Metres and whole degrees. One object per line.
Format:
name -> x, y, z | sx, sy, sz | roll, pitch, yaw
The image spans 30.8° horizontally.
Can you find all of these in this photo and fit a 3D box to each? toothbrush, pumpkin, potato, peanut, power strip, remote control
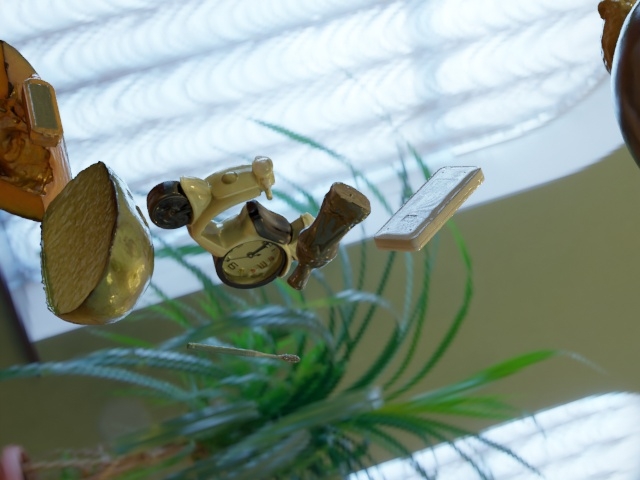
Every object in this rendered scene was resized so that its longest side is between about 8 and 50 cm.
toothbrush -> -0.110, 0.162, 1.673 | 0.014, 0.167, 0.011 | 167, -69, -76
pumpkin -> -0.506, -0.145, 1.850 | 0.148, 0.169, 0.312 | 19, 53, -71
potato -> -0.275, 0.014, 1.509 | 0.111, 0.160, 0.271 | 34, 17, -32
peanut -> 0.521, -0.280, 1.883 | 0.263, 0.117, 0.101 | 64, -15, 7
power strip -> -0.424, -0.200, 1.756 | 0.028, 0.049, 0.178 | -65, -148, 35
remote control -> 0.201, -0.061, 2.130 | 0.103, 0.250, 0.034 | 2, -54, 42

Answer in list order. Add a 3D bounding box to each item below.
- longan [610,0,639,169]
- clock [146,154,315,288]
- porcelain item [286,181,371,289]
longan -> 0.440, -0.147, 1.180 | 0.297, 0.297, 0.297 | 163, -90, -82
clock -> -0.170, -0.046, 2.495 | 0.379, 0.276, 0.120 | 46, 18, -47
porcelain item -> 0.000, 0.000, 2.065 | 0.215, 0.081, 0.069 | -55, -160, 23
